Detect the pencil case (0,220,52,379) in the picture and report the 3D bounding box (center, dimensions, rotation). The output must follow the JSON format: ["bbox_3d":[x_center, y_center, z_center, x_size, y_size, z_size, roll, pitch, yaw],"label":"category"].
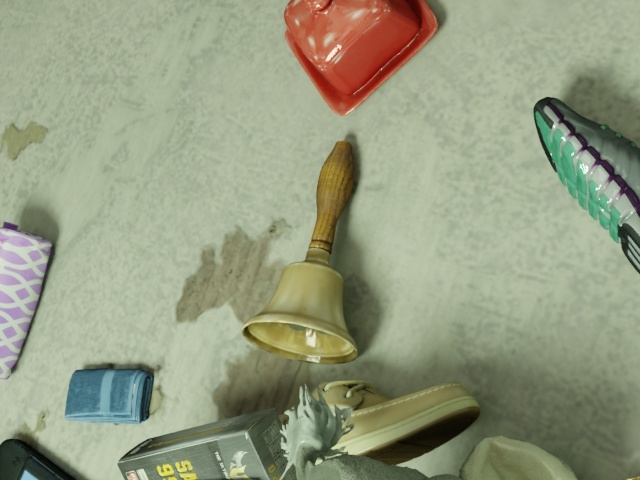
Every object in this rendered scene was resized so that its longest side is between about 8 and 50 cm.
[{"bbox_3d":[-0.417,0.082,1.460,0.088,0.086,0.206,11,81,58],"label":"pencil case"}]

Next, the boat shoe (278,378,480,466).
[{"bbox_3d":[0.018,0.188,1.141,0.302,0.109,0.098,-25,66,30],"label":"boat shoe"}]

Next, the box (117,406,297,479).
[{"bbox_3d":[-0.081,0.296,1.125,0.183,0.056,0.231,-18,100,35],"label":"box"}]

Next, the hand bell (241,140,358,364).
[{"bbox_3d":[0.000,0.000,1.220,0.126,0.126,0.242,-3,64,32],"label":"hand bell"}]

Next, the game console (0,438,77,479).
[{"bbox_3d":[-0.377,0.393,1.291,0.293,0.173,0.250,25,91,34],"label":"game console"}]

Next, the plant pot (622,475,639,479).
[{"bbox_3d":[0.296,0.320,0.951,0.236,0.032,0.236,-18,63,39],"label":"plant pot"}]

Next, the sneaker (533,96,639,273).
[{"bbox_3d":[0.295,-0.064,1.067,0.098,0.083,0.224,-30,63,-4],"label":"sneaker"}]

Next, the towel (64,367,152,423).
[{"bbox_3d":[-0.259,0.188,1.359,0.119,0.029,0.067,-4,74,32],"label":"towel"}]

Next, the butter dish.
[{"bbox_3d":[0.022,-0.252,1.251,0.160,0.118,0.160,-41,60,16],"label":"butter dish"}]

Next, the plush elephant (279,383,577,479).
[{"bbox_3d":[0.093,0.295,0.960,0.272,0.255,0.330,-51,30,34],"label":"plush elephant"}]
